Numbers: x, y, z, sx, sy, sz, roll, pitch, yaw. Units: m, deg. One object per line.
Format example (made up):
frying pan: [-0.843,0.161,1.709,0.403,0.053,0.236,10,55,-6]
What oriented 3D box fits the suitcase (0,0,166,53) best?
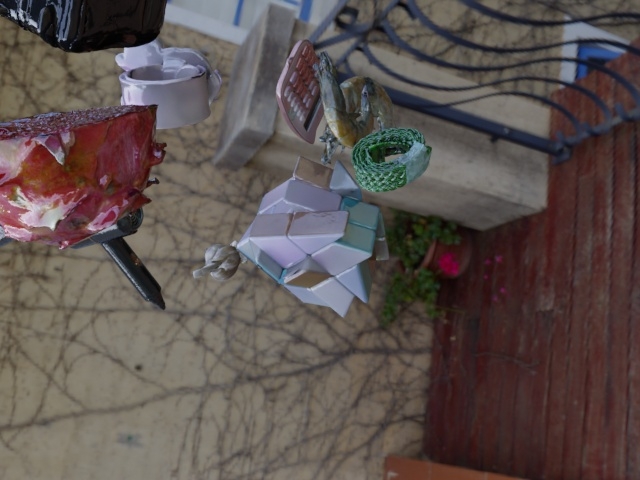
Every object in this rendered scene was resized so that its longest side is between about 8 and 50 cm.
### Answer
suitcase: [-0.362,-0.503,1.223,0.339,0.188,0.345,-40,-25,-60]

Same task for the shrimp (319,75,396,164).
shrimp: [0.108,-0.316,2.038,0.085,0.247,0.360,-24,26,49]

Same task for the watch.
watch: [-0.362,-0.340,1.619,0.217,0.248,0.211,-71,-18,-63]

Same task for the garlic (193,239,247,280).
garlic: [-0.351,0.087,2.465,0.194,0.131,0.127,-37,14,-38]

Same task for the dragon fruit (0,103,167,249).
dragon fruit: [-0.451,-0.115,1.289,0.386,0.371,0.249,-139,38,-68]

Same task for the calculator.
calculator: [-0.047,-0.417,2.035,0.220,0.048,0.330,-66,-21,-13]

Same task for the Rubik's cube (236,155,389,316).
Rubik's cube: [0.000,0.000,1.968,0.368,0.387,0.358,-30,32,36]

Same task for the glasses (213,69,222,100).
glasses: [-0.322,-0.397,2.016,0.140,0.062,0.104,-57,2,-14]

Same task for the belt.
belt: [0.135,-0.147,1.375,0.079,0.151,0.121,67,-176,-46]

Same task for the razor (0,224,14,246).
razor: [-0.698,-0.072,1.591,0.327,0.107,0.189,-11,60,37]

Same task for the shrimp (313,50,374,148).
shrimp: [0.055,-0.304,1.572,0.051,0.150,0.217,-16,90,46]

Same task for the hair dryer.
hair dryer: [-0.451,0.040,1.753,0.189,0.352,0.107,-13,38,25]
